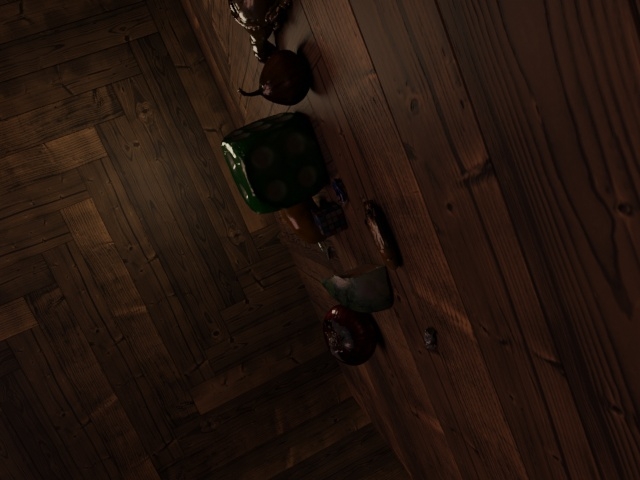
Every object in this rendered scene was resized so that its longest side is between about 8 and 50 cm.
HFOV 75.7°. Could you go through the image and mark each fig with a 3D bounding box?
[{"bbox_3d":[-0.112,-0.458,1.208,0.150,0.201,0.148,25,171,15],"label":"fig"}]

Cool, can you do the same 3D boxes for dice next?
[{"bbox_3d":[-0.169,-0.283,1.503,0.287,0.297,0.299,39,151,63],"label":"dice"}]

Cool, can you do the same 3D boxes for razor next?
[{"bbox_3d":[-0.007,0.002,2.034,0.211,0.036,0.084,55,163,42],"label":"razor"}]

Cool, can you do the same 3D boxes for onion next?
[{"bbox_3d":[0.148,0.406,1.823,0.273,0.285,0.272,5,98,44],"label":"onion"}]

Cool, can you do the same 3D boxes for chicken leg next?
[{"bbox_3d":[-0.202,-0.675,1.217,0.211,0.140,0.361,59,167,-9],"label":"chicken leg"}]

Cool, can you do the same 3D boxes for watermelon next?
[{"bbox_3d":[0.135,0.156,1.409,0.260,0.256,0.175,122,168,-86],"label":"watermelon"}]

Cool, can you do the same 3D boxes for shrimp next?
[{"bbox_3d":[0.163,-0.013,1.157,0.217,0.051,0.115,65,172,-11],"label":"shrimp"}]

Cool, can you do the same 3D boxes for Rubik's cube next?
[{"bbox_3d":[0.032,-0.078,1.516,0.092,0.092,0.092,47,159,62],"label":"Rubik's cube"}]

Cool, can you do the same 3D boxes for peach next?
[{"bbox_3d":[-0.056,-0.096,1.699,0.251,0.153,0.251,45,-163,-18],"label":"peach"}]

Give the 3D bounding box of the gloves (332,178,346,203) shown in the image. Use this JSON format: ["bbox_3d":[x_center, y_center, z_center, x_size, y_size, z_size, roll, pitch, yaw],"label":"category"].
[{"bbox_3d":[0.064,-0.160,1.362,0.064,0.026,0.086,51,162,46],"label":"gloves"}]

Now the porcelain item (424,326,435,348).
[{"bbox_3d":[0.306,0.274,1.152,0.083,0.028,0.036,76,-178,-48],"label":"porcelain item"}]
